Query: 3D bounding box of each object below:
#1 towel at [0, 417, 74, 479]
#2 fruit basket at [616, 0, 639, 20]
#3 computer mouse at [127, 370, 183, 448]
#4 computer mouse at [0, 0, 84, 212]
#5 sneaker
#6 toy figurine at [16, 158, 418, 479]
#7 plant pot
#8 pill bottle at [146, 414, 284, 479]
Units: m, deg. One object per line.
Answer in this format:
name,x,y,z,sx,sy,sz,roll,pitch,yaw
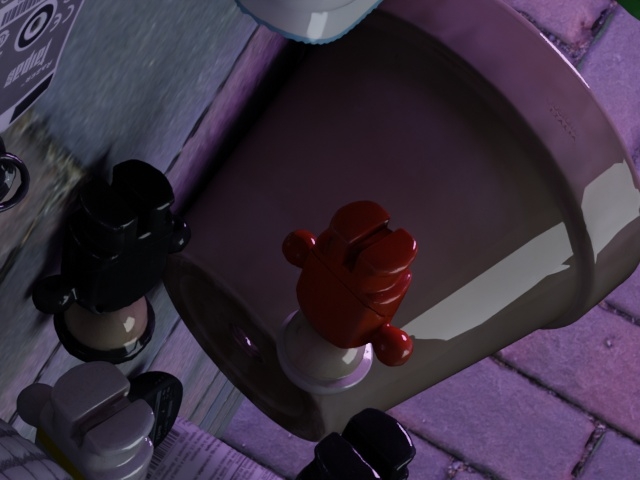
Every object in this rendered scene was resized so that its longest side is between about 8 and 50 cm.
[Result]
towel,-0.131,0.195,0.498,0.121,0.235,0.284,-50,170,11
fruit basket,0.227,-0.349,0.688,0.392,0.283,0.392,-53,-161,27
computer mouse,-0.185,0.166,1.166,0.242,0.041,0.071,-26,130,-69
computer mouse,-0.111,-0.058,0.418,0.106,0.042,0.193,-48,174,-47
sneaker,0.032,-0.200,0.773,0.228,0.087,0.092,-58,173,-48
toy figurine,-0.054,0.080,0.728,0.148,0.213,0.209,112,-17,-50
plant pot,0.040,-0.003,1.042,0.280,0.323,0.323,-41,169,-21
pill bottle,-0.099,0.288,1.304,0.160,0.283,0.160,-58,176,-7
